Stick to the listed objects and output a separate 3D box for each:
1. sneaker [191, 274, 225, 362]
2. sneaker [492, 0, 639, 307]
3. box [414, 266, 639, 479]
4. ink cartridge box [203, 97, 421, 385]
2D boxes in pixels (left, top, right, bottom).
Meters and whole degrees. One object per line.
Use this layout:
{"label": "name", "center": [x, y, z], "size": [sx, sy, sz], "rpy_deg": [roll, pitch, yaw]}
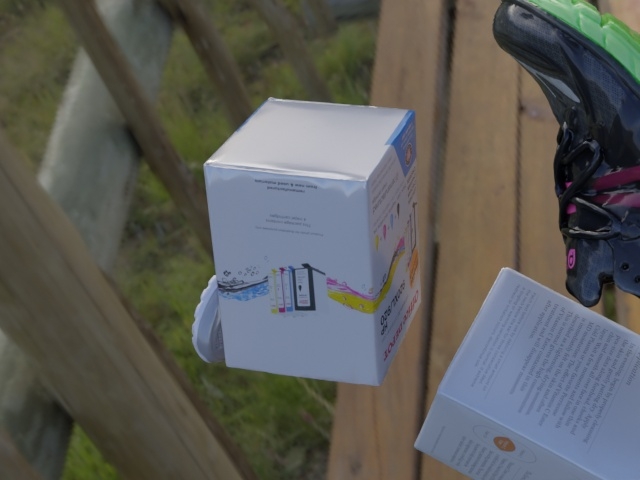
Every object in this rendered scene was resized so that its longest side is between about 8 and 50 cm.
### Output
{"label": "sneaker", "center": [-0.066, 0.064, 1.876], "size": [0.115, 0.105, 0.281], "rpy_deg": [42, 97, 28]}
{"label": "sneaker", "center": [0.295, -0.045, 1.318], "size": [0.202, 0.185, 0.483], "rpy_deg": [-35, 75, 14]}
{"label": "box", "center": [0.300, 0.210, 1.492], "size": [0.345, 0.215, 0.168], "rpy_deg": [28, 67, 9]}
{"label": "ink cartridge box", "center": [0.000, 0.000, 1.387], "size": [0.168, 0.233, 0.171], "rpy_deg": [6, 30, 18]}
